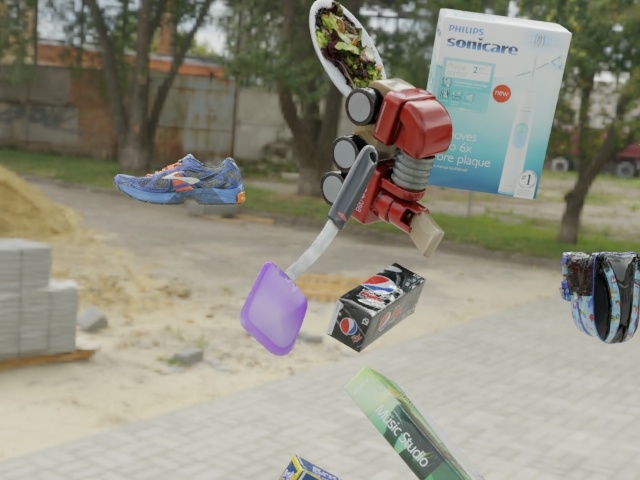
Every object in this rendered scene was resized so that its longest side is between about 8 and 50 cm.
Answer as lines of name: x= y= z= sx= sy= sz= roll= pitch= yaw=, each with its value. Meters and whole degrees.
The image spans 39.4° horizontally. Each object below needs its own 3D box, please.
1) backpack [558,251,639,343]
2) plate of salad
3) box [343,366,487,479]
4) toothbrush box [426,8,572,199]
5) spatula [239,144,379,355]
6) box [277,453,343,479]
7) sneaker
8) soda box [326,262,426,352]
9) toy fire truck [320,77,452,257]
backpack: x=0.538 y=0.108 z=1.712 sx=0.158 sy=0.173 sz=0.117 roll=-1 pitch=0 yaw=-37
plate of salad: x=0.054 y=-0.297 z=1.418 sx=0.048 sy=0.200 sz=0.200 roll=-24 pitch=-9 yaw=33
box: x=0.187 y=0.346 z=1.408 sx=0.322 sy=0.058 sz=0.232 roll=46 pitch=3 yaw=27
toothbrush box: x=0.293 y=-0.240 z=1.566 sx=0.216 sy=0.296 sz=0.126 roll=9 pitch=20 yaw=0
spatula: x=0.000 y=0.000 z=1.025 sx=0.030 sy=0.296 sz=0.084 roll=-4 pitch=-44 yaw=50
box: x=0.021 y=0.388 z=1.336 sx=0.169 sy=0.054 sz=0.059 roll=32 pitch=2 yaw=-18
sneaker: x=-0.238 y=-0.103 z=1.510 sx=0.221 sy=0.087 sz=0.083 roll=0 pitch=1 yaw=-14
soda box: x=0.077 y=0.085 z=1.185 sx=0.053 sy=0.060 sz=0.169 roll=28 pitch=27 yaw=21
toy fire truck: x=0.129 y=-0.096 z=1.327 sx=0.246 sy=0.217 sz=0.158 roll=36 pitch=33 yaw=31
